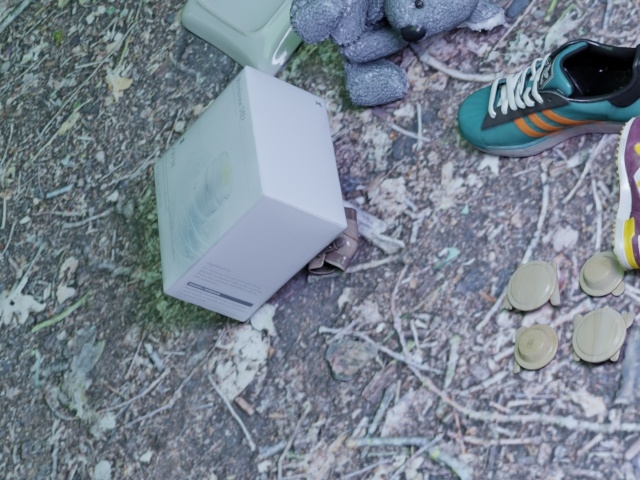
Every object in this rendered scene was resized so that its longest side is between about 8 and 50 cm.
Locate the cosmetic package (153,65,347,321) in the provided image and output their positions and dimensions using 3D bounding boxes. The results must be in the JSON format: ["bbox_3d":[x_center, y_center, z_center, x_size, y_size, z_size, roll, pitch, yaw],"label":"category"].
[{"bbox_3d":[-0.096,-0.059,2.065,0.224,0.138,0.224,-42,41,33],"label":"cosmetic package"}]

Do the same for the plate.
[{"bbox_3d":[-0.073,-0.396,2.382,0.277,0.045,0.278,-52,42,0],"label":"plate"}]

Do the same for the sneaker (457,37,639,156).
[{"bbox_3d":[0.277,-0.179,1.881,0.302,0.121,0.108,-8,58,36],"label":"sneaker"}]

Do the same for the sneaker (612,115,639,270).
[{"bbox_3d":[0.372,-0.054,1.766,0.083,0.069,0.186,-6,65,28],"label":"sneaker"}]

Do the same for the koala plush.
[{"bbox_3d":[0.112,-0.314,2.071,0.221,0.196,0.203,-10,46,40],"label":"koala plush"}]

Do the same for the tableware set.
[{"bbox_3d":[0.274,0.078,1.787,0.168,0.020,0.141,-11,57,35],"label":"tableware set"}]

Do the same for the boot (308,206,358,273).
[{"bbox_3d":[0.000,0.000,2.058,0.118,0.042,0.087,-2,67,45],"label":"boot"}]
